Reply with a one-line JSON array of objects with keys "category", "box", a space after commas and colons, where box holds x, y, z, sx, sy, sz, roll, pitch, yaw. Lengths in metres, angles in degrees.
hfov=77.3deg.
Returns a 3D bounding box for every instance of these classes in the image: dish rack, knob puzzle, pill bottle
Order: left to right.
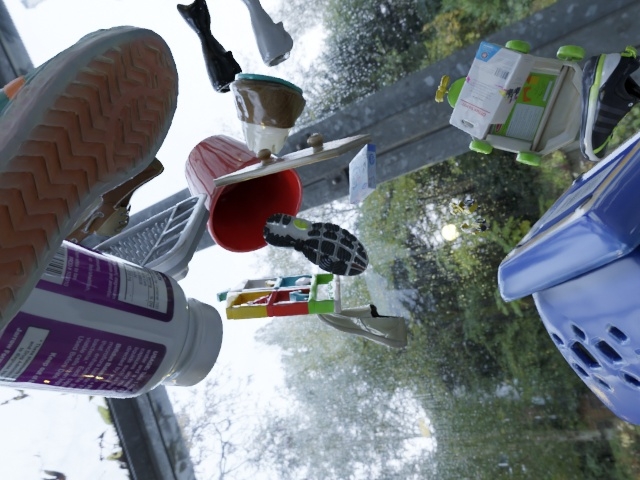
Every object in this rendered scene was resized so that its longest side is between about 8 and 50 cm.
[{"category": "pill bottle", "box": [-0.277, 0.102, 0.498, 0.302, 0.169, 0.169, 32, -134, -45]}, {"category": "dish rack", "box": [-0.373, 0.042, 0.815, 0.285, 0.333, 0.072, -98, -18, -60]}, {"category": "knob puzzle", "box": [-0.024, -0.124, 0.541, 0.213, 0.213, 0.029, -44, -60, -60]}]

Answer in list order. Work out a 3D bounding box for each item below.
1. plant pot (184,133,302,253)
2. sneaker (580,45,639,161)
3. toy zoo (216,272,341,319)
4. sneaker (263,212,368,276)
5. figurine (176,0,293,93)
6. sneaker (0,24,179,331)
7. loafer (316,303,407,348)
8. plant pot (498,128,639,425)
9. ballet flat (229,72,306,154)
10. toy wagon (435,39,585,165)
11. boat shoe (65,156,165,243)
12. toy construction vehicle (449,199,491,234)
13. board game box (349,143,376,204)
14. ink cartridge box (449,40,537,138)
[{"category": "plant pot", "box": [-0.221, -0.145, 1.062, 0.243, 0.275, 0.275, 45, -169, 35]}, {"category": "sneaker", "box": [0.556, -0.246, 0.761, 0.084, 0.097, 0.234, -58, -44, -27]}, {"category": "toy zoo", "box": [-0.099, 0.127, 0.938, 0.192, 0.294, 0.030, -85, -11, -76]}, {"category": "sneaker", "box": [0.000, 0.000, 0.945, 0.118, 0.279, 0.107, 9, -76, -62]}, {"category": "figurine", "box": [-0.192, -0.477, 0.899, 0.209, 0.215, 0.092, 64, -167, -12]}, {"category": "sneaker", "box": [-0.227, -0.064, 0.293, 0.108, 0.121, 0.302, 83, -152, -55]}, {"category": "loafer", "box": [0.117, 0.217, 1.109, 0.102, 0.269, 0.091, 16, -92, -69]}, {"category": "plant pot", "box": [0.331, 0.019, 0.375, 0.212, 0.236, 0.236, 43, 167, 13]}, {"category": "ballet flat", "box": [-0.091, -0.217, 0.691, 0.342, 0.116, 0.124, -106, 26, -68]}, {"category": "toy wagon", "box": [0.462, -0.346, 0.991, 0.068, 0.345, 0.267, -5, -65, -58]}, {"category": "boat shoe", "box": [-0.462, -0.070, 0.846, 0.119, 0.324, 0.122, 58, -169, -27]}, {"category": "toy construction vehicle", "box": [0.315, -0.049, 0.859, 0.086, 0.035, 0.098, 43, 175, -15]}, {"category": "board game box", "box": [0.081, -0.125, 0.774, 0.020, 0.090, 0.089, 7, -106, -16]}, {"category": "ink cartridge box", "box": [0.374, -0.328, 0.885, 0.062, 0.181, 0.104, -11, -138, -34]}]
